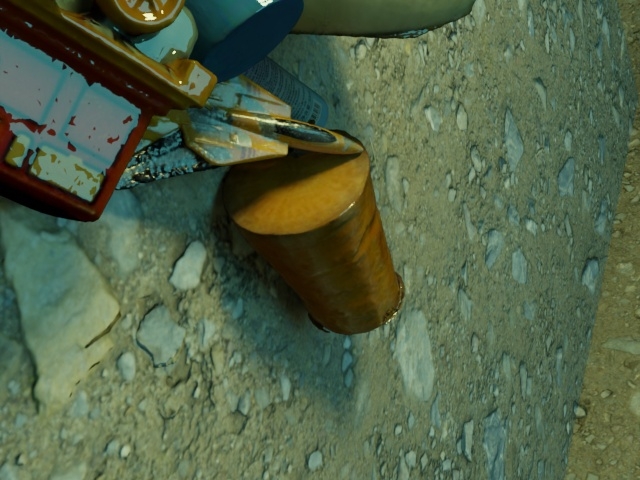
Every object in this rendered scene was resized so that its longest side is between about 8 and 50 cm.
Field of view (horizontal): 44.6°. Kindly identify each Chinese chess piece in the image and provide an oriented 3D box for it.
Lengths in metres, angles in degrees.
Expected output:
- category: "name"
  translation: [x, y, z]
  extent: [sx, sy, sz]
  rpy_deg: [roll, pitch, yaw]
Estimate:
- category: "Chinese chess piece"
  translation: [0.033, -0.347, 0.936]
  extent: [0.338, 0.338, 0.140]
  rpy_deg: [-45, 140, -49]

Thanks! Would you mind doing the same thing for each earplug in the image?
- category: "earplug"
  translation: [-0.149, -0.304, 0.782]
  extent: [0.273, 0.132, 0.132]
  rpy_deg: [53, 37, 3]

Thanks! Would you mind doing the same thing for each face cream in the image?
- category: "face cream"
  translation: [-0.079, -0.196, 0.986]
  extent: [0.229, 0.075, 0.075]
  rpy_deg: [27, 66, -54]

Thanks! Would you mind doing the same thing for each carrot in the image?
- category: "carrot"
  translation: [0.000, 0.000, 1.035]
  extent: [0.254, 0.196, 0.196]
  rpy_deg: [68, 36, -44]

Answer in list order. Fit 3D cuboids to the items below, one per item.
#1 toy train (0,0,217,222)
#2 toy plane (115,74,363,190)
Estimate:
- category: "toy train"
  translation: [-0.244, -0.161, 0.608]
  extent: [0.369, 0.163, 0.232]
  rpy_deg: [29, 80, -38]
- category: "toy plane"
  translation: [-0.096, -0.133, 0.886]
  extent: [0.316, 0.103, 0.204]
  rpy_deg: [11, 79, -35]
